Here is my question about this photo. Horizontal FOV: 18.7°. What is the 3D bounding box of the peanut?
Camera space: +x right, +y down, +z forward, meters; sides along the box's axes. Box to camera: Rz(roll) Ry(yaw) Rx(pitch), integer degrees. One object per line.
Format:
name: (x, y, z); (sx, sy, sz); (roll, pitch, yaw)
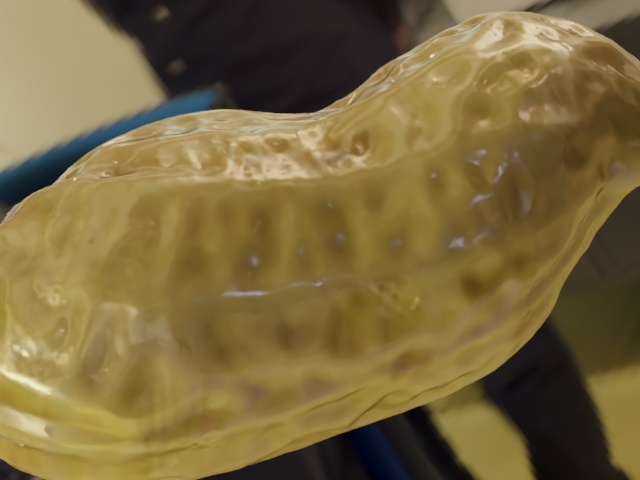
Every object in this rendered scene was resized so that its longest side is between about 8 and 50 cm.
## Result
peanut: (0.000, 0.000, 0.791); (0.325, 0.140, 0.153); (-26, 46, -19)
